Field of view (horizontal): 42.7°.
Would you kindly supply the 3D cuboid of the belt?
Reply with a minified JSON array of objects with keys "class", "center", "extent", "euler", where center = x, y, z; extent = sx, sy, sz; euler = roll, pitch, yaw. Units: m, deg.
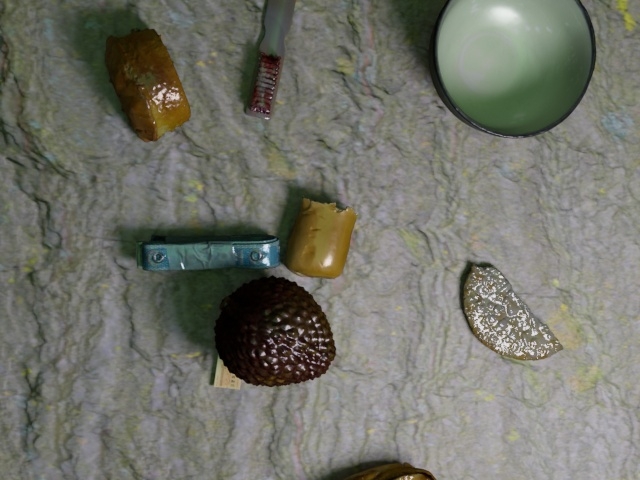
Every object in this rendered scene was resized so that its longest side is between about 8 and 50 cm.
[{"class":"belt","center":[-0.235,0.026,1.725],"extent":[0.302,0.087,0.072],"euler":[-1,106,-8]}]

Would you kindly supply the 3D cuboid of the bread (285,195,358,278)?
[{"class":"bread","center":[0.001,0.000,1.757],"extent":[0.134,0.085,0.173],"euler":[12,91,-9]}]

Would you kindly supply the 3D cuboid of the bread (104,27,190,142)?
[{"class":"bread","center":[-0.349,-0.326,1.664],"extent":[0.143,0.139,0.229],"euler":[-27,98,-14]}]

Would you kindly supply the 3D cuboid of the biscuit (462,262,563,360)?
[{"class":"biscuit","center":[0.411,0.181,1.855],"extent":[0.141,0.038,0.290],"euler":[-42,97,-4]}]

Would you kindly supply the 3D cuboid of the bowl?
[{"class":"bowl","center":[0.382,-0.389,1.743],"extent":[0.353,0.185,0.354],"euler":[-1,93,-9]}]

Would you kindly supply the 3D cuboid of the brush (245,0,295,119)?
[{"class":"brush","center":[-0.100,-0.420,1.738],"extent":[0.060,0.050,0.321],"euler":[11,91,-6]}]

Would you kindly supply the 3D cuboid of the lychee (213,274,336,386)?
[{"class":"lychee","center":[-0.092,0.193,1.682],"extent":[0.271,0.236,0.236],"euler":[26,89,-20]}]

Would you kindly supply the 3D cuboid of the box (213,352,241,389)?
[{"class":"box","center":[-0.198,0.275,1.777],"extent":[0.058,0.015,0.093],"euler":[8,93,-8]}]

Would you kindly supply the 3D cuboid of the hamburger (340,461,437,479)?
[{"class":"hamburger","center":[0.148,0.636,1.771],"extent":[0.304,0.174,0.284],"euler":[-14,93,-8]}]
